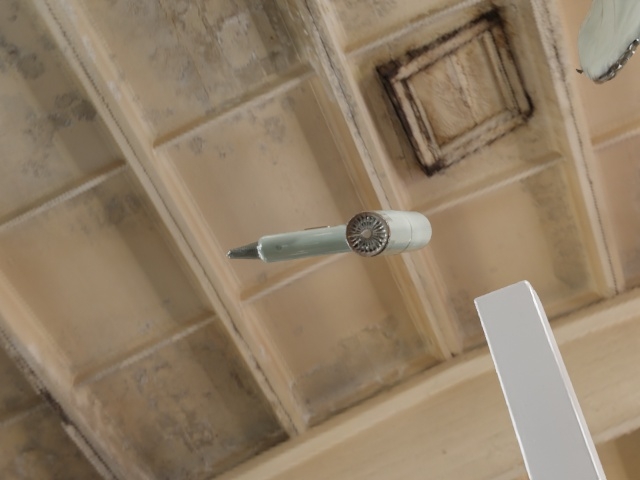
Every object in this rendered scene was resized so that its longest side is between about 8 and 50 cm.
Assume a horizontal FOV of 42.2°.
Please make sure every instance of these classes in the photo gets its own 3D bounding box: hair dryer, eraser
[{"bbox_3d":[0.001,0.000,0.793,0.183,0.155,0.044,-7,-93,22],"label":"hair dryer"},{"bbox_3d":[0.275,0.200,1.030,0.078,0.298,0.076,-24,-36,17],"label":"eraser"}]

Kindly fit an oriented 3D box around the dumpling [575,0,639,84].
[{"bbox_3d":[0.222,-0.174,0.517,0.142,0.247,0.173,34,-94,1],"label":"dumpling"}]
